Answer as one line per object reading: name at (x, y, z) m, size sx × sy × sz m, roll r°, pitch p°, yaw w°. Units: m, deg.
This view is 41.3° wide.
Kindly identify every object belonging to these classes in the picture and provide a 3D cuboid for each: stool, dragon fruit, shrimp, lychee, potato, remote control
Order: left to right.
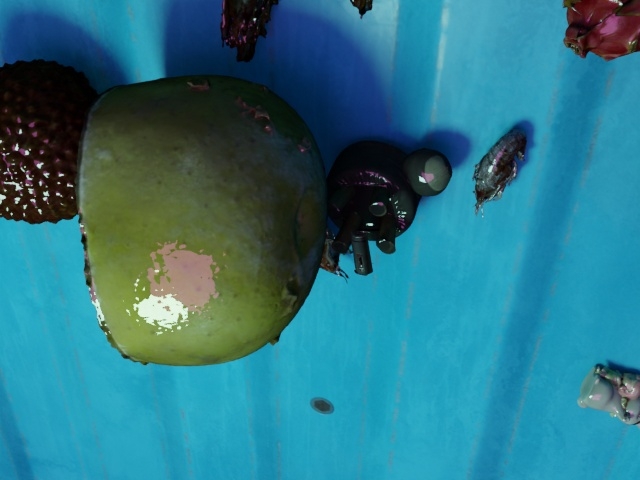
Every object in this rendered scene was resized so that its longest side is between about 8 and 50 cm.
lychee at (-0.473, -0.161, 1.420) m, size 0.276 × 0.304 × 0.275 m, roll 14°, pitch 111°, yaw 42°
potato at (-0.138, -0.034, 1.288) m, size 0.319 × 0.385 × 0.442 m, roll -2°, pitch 90°, yaw 18°
shrimp at (-0.036, -0.357, 1.213) m, size 0.222 × 0.054 × 0.290 m, roll 26°, pitch 129°, yaw 0°
shrimp at (-0.001, 0.001, 1.490) m, size 0.073 × 0.075 × 0.190 m, roll -34°, pitch 105°, yaw 5°
remote control at (0.063, 0.022, 1.330) m, size 0.034 × 0.016 × 0.091 m, roll 10°, pitch 139°, yaw 20°
stool at (0.090, -0.075, 1.339) m, size 0.153 × 0.139 × 0.228 m, roll 34°, pitch 135°, yaw -11°
shrimp at (0.267, -0.101, 1.303) m, size 0.056 × 0.065 × 0.165 m, roll 48°, pitch 144°, yaw 24°
dragon fruit at (0.366, -0.289, 1.054) m, size 0.136 × 0.166 × 0.133 m, roll 58°, pitch 170°, yaw -31°

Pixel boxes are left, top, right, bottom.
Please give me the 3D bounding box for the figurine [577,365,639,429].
figurine at (0.538, 0.281, 1.490) m, size 0.146 × 0.081 × 0.098 m, roll 23°, pitch 132°, yaw 3°
